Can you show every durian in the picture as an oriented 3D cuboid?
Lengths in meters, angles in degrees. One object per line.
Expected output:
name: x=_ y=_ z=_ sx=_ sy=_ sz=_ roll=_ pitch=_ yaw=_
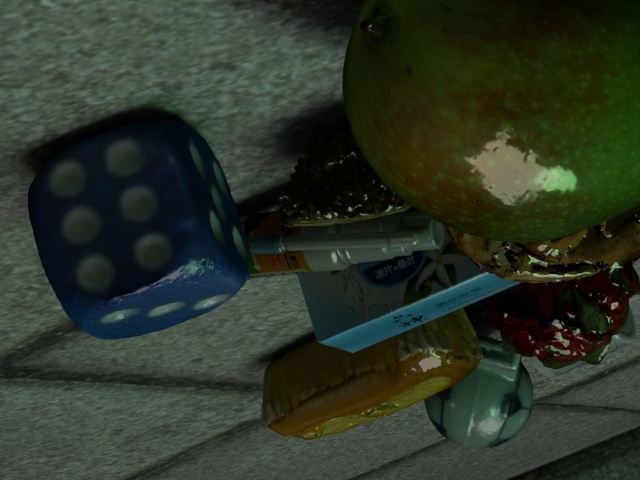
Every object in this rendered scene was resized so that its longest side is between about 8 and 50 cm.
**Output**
durian: x=0.048 y=-0.065 z=1.393 sx=0.188 sy=0.091 sz=0.148 roll=-10 pitch=179 yaw=-25

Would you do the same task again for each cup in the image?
cup: x=0.338 y=0.117 z=2.168 sx=0.133 sy=0.099 sz=0.136 roll=-27 pitch=160 yaw=30

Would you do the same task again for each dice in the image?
dice: x=-0.148 y=-0.008 z=1.306 sx=0.146 sy=0.143 sz=0.146 roll=-21 pitch=165 yaw=9

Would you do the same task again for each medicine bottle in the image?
medicine bottle: x=0.000 y=0.000 z=1.478 sx=0.220 sy=0.061 sz=0.092 roll=-6 pitch=-175 yaw=24

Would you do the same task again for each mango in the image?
mango: x=0.183 y=-0.114 z=1.183 sx=0.381 sy=0.225 sz=0.201 roll=-4 pitch=-176 yaw=-37

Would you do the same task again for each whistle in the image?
whistle: x=0.213 y=0.207 z=2.183 sx=0.163 sy=0.164 sz=0.289 roll=-19 pitch=172 yaw=6

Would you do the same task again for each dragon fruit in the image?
dragon fruit: x=0.273 y=0.061 z=1.849 sx=0.182 sy=0.182 sz=0.189 roll=-13 pitch=152 yaw=-13

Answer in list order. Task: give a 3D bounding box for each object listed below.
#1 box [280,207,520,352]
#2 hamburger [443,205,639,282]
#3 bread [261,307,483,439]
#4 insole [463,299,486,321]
box: x=0.090 y=-0.002 z=1.532 sx=0.232 sy=0.143 sz=0.083 roll=-24 pitch=160 yaw=22
hamburger: x=0.185 y=-0.062 z=1.328 sx=0.231 sy=0.231 sz=0.107 roll=-7 pitch=161 yaw=-28
bread: x=0.060 y=0.159 z=2.018 sx=0.288 sy=0.119 sz=0.152 roll=-29 pitch=155 yaw=31
insole: x=0.157 y=0.110 z=2.123 sx=0.110 sy=0.012 sz=0.309 roll=-6 pitch=159 yaw=-37
